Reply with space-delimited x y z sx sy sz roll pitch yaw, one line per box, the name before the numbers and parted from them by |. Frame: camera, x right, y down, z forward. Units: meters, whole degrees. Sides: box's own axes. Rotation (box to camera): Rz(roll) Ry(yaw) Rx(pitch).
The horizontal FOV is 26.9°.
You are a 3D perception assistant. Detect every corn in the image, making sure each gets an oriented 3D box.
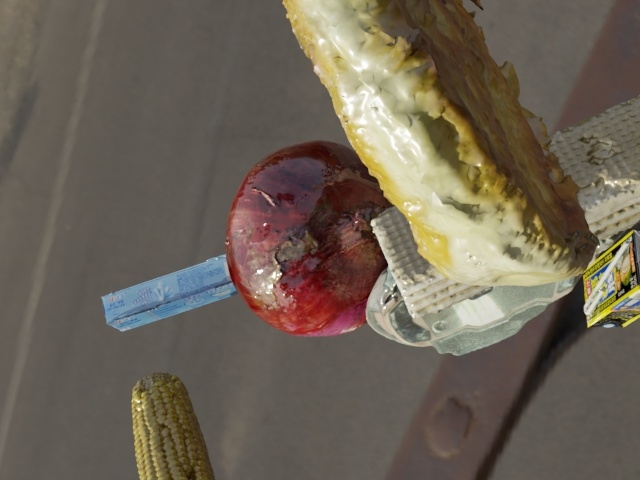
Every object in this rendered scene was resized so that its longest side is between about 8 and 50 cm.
corn | -0.223 0.340 2.048 0.119 0.119 0.322 -42 42 24

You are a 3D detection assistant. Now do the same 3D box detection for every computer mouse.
computer mouse | 0.231 0.016 1.751 0.389 0.199 0.115 -26 43 13

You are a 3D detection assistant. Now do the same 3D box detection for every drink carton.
drink carton | 0.341 0.045 1.491 0.166 0.056 0.071 119 154 -69

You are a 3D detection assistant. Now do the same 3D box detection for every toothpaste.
toothpaste | -0.222 0.080 2.185 0.272 0.066 0.053 -19 71 13

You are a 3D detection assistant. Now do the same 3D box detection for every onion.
onion | 0.000 0.000 1.855 0.276 0.276 0.276 -17 64 38

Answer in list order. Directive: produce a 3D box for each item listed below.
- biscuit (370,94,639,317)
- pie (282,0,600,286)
biscuit | 0.273 -0.052 1.508 0.426 0.078 0.144 -25 44 3
pie | 0.054 -0.106 0.781 0.092 0.315 0.315 -29 56 15
